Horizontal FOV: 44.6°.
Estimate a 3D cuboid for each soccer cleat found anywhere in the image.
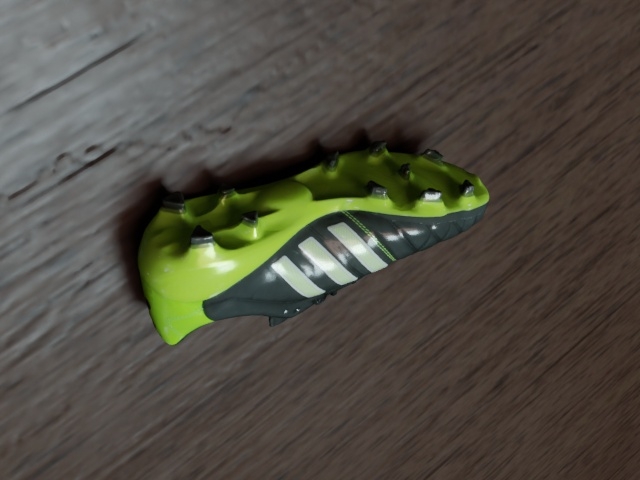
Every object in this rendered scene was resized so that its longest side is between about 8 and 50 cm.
[{"bbox_3d":[0.000,0.000,0.372,0.179,0.060,0.072,-13,136,-26],"label":"soccer cleat"}]
